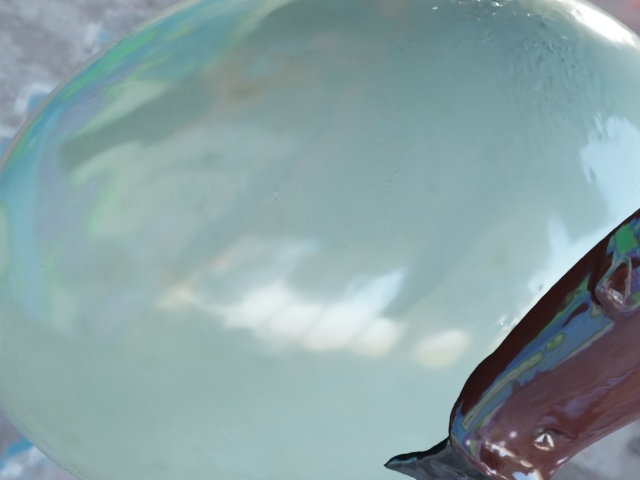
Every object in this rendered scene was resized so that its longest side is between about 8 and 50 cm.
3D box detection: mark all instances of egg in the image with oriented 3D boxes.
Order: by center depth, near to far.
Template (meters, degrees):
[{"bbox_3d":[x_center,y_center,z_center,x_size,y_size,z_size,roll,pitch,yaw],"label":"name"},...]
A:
[{"bbox_3d":[0.000,0.000,0.801,0.389,0.276,0.276,-15,40,19],"label":"egg"}]

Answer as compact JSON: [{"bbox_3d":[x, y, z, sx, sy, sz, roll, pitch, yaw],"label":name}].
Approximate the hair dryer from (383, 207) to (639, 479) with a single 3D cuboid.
[{"bbox_3d":[0.129,-0.031,0.521,0.123,0.340,0.312,28,44,-20],"label":"hair dryer"}]
